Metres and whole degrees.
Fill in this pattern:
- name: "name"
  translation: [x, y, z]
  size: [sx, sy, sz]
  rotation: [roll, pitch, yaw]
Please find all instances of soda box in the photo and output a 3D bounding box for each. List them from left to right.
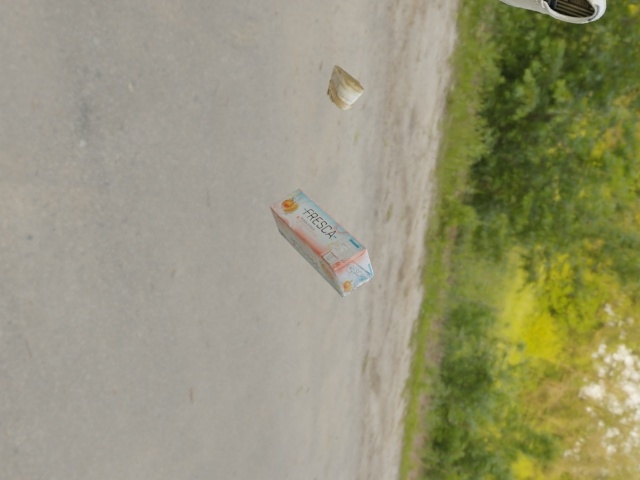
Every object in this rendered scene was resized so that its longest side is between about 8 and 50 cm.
- name: "soda box"
  translation: [0.000, 0.000, 1.026]
  size: [0.058, 0.183, 0.063]
  rotation: [-32, 135, -14]

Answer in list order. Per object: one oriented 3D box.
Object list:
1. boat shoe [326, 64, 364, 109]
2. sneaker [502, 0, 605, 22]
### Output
- name: "boat shoe"
  translation: [0.037, -0.280, 1.311]
  size: [0.059, 0.063, 0.170]
  rotation: [-54, -167, 15]
- name: "sneaker"
  translation: [0.473, -0.527, 1.500]
  size: [0.091, 0.258, 0.094]
  rotation: [-42, 147, -59]
